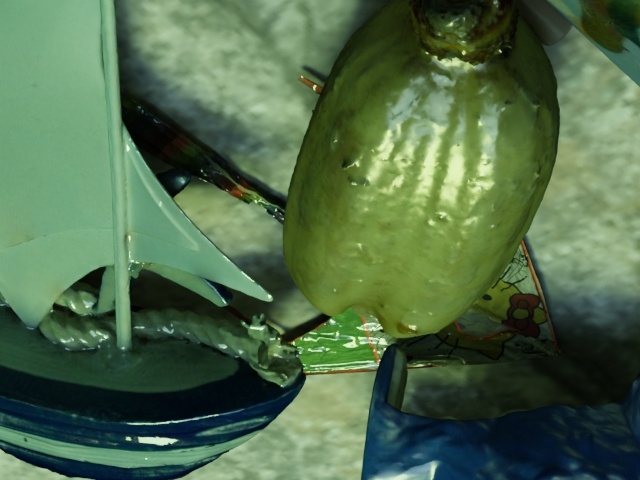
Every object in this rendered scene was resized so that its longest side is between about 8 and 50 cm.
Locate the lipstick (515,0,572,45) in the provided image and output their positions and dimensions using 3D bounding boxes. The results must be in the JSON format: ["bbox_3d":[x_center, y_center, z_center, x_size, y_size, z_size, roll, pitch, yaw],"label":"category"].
[{"bbox_3d":[0.054,-0.102,0.691,0.094,0.019,0.019,36,132,-27],"label":"lipstick"}]

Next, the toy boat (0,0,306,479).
[{"bbox_3d":[-0.092,0.003,0.785,0.210,0.070,0.292,26,137,-9],"label":"toy boat"}]

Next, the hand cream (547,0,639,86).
[{"bbox_3d":[0.094,-0.099,0.655,0.271,0.058,0.091,39,164,-29],"label":"hand cream"}]

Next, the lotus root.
[{"bbox_3d":[0.039,-0.034,0.715,0.090,0.077,0.183,16,139,0],"label":"lotus root"}]

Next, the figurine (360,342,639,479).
[{"bbox_3d":[0.138,0.119,0.835,0.262,0.121,0.164,-7,135,12],"label":"figurine"}]

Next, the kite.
[{"bbox_3d":[0.000,0.000,0.821,0.244,0.006,0.198,27,134,-19],"label":"kite"}]
